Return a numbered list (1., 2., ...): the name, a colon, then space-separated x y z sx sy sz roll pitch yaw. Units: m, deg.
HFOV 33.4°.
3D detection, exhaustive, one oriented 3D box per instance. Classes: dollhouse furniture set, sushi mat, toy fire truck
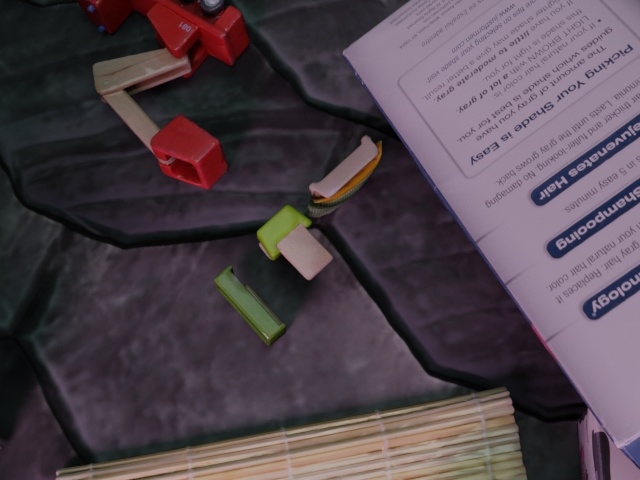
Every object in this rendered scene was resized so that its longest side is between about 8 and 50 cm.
1. dollhouse furniture set: 0.000 0.000 0.747 0.152 0.076 0.058 -42 83 -11
2. sushi mat: -0.017 0.194 0.690 0.317 0.019 0.151 -11 68 -1
3. toy fire truck: -0.128 -0.140 0.826 0.192 0.047 0.135 32 74 17

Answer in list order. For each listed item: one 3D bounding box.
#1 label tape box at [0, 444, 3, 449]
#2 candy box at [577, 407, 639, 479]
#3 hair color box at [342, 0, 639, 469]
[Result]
1. label tape box: -0.349 -0.010 0.683 0.334 0.240 0.105 23 69 13
2. candy box: 0.282 0.179 0.645 0.234 0.071 0.159 0 67 4
3. hair color box: 0.171 -0.041 0.663 0.174 0.105 0.347 -36 52 9
